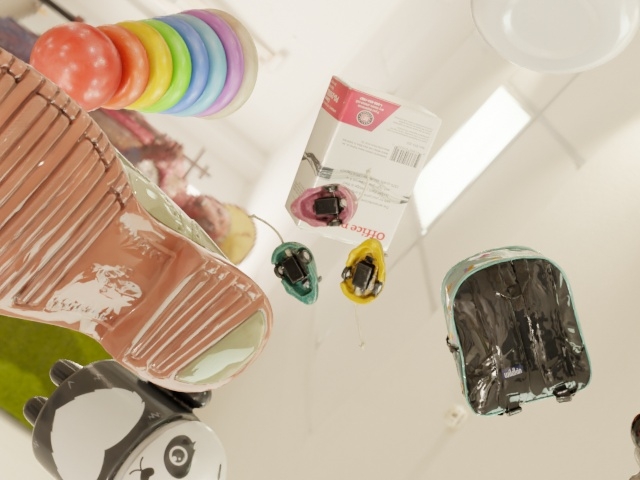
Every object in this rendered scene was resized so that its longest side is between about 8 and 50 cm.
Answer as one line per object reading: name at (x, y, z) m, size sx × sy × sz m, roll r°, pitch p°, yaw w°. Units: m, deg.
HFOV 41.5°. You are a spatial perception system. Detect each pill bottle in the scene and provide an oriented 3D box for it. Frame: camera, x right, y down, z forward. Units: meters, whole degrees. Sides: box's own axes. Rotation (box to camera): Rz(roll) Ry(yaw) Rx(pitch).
pill bottle at (0.289, -0.359, 0.957) m, size 0.181 × 0.181 × 0.323 m, roll -32°, pitch -147°, yaw 56°

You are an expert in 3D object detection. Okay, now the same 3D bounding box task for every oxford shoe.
oxford shoe at (-0.195, -0.024, 0.604) m, size 0.140 × 0.397 × 0.146 m, roll -43°, pitch -137°, yaw -3°

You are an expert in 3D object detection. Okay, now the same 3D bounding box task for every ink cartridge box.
ink cartridge box at (0.065, -0.121, 1.366) m, size 0.237 × 0.171 × 0.100 m, roll -68°, pitch -156°, yaw 16°

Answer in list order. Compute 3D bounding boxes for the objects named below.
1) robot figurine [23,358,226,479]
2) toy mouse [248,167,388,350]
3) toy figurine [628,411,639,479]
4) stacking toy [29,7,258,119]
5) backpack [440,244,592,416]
robot figurine at (-0.247, 0.258, 1.060) m, size 0.173 × 0.278 × 0.209 m, roll -19°, pitch 131°, yaw -50°
toy mouse at (0.000, 0.000, 0.776) m, size 0.031 × 0.143 × 0.161 m, roll -23°, pitch 129°, yaw -61°
toy figurine at (0.395, 0.242, 0.781) m, size 0.213 × 0.148 × 0.210 m, roll -14°, pitch -129°, yaw 24°
stacking toy at (-0.202, -0.201, 0.957) m, size 0.141 × 0.141 × 0.330 m, roll -46°, pitch 171°, yaw 24°
backpack at (0.234, 0.100, 1.047) m, size 0.165 × 0.189 × 0.144 m, roll -15°, pitch -163°, yaw 6°
